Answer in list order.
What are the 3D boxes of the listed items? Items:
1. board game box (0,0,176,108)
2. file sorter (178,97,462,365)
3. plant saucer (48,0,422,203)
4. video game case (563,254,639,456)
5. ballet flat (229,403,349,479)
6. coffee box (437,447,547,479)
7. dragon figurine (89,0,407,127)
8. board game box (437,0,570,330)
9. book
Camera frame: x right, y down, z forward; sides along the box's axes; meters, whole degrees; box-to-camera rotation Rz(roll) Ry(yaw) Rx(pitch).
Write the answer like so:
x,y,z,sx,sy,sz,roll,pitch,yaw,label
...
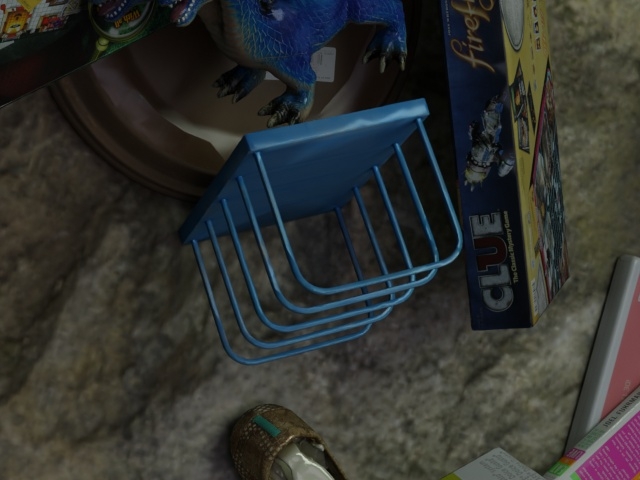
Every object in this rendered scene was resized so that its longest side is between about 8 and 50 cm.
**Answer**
x,y,z,sx,sy,sz,roll,pitch,yaw,label
-0.125,-0.174,0.936,0.260,0.030,0.136,-33,126,-38,board game box
0.000,0.000,1.026,0.118,0.170,0.104,-14,76,-22,file sorter
-0.051,-0.159,1.075,0.278,0.041,0.278,-3,97,-25,plant saucer
0.324,0.143,1.281,0.285,0.025,0.204,16,89,-25,video game case
0.009,0.201,1.123,0.073,0.067,0.206,-42,110,-15,ballet flat
0.100,0.394,1.001,0.334,0.338,0.337,-27,119,-18,coffee box
-0.002,-0.164,0.984,0.289,0.085,0.144,-32,138,-28,dragon figurine
0.124,-0.077,1.101,0.042,0.165,0.243,-4,99,18,board game box
0.238,0.167,1.214,0.144,0.035,0.096,-39,106,-16,book
